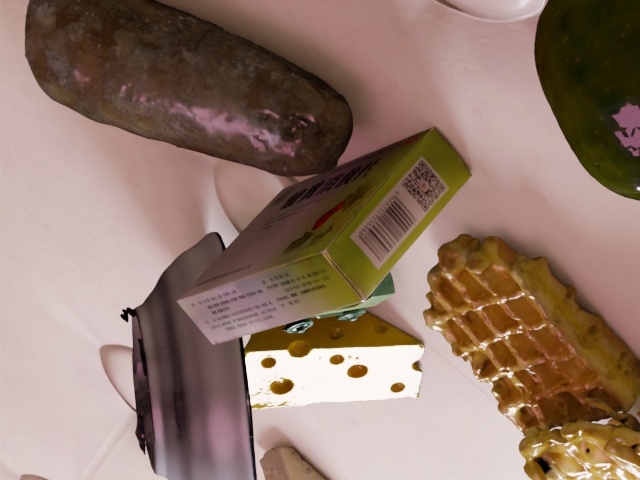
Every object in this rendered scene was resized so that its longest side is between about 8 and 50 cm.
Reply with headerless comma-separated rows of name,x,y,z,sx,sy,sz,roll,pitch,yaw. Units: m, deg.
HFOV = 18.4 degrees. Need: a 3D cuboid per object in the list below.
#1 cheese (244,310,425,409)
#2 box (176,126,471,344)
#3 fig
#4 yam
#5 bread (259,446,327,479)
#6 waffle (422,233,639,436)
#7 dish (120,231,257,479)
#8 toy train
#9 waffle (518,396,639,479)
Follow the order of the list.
cheese,0.020,0.117,2.014,0.171,0.126,0.093,13,136,9
box,0.000,0.000,1.794,0.062,0.175,0.260,50,147,-13
fig,0.276,-0.121,1.384,0.244,0.195,0.195,-12,128,11
yam,-0.118,-0.144,1.805,0.330,0.133,0.133,21,143,23
bread,0.003,0.306,2.308,0.077,0.105,0.152,-37,68,58
waffle,0.178,0.080,1.811,0.211,0.055,0.160,48,147,-12
dish,-0.138,0.149,2.017,0.316,0.106,0.316,173,90,-79
toy train,0.011,0.054,1.915,0.081,0.122,0.050,-32,71,54
waffle,0.319,0.244,1.802,0.280,0.060,0.262,8,146,27
